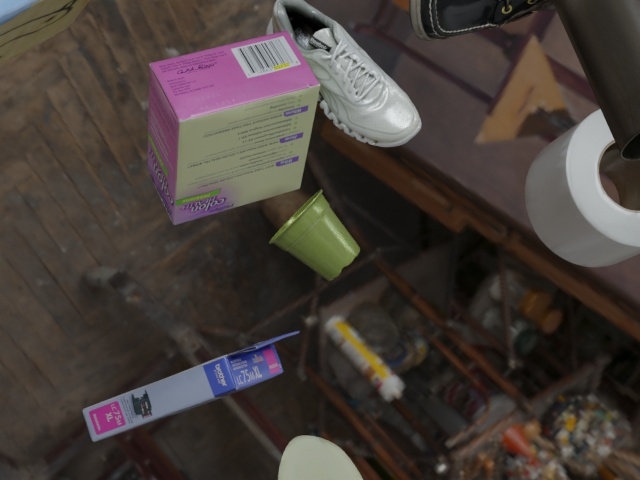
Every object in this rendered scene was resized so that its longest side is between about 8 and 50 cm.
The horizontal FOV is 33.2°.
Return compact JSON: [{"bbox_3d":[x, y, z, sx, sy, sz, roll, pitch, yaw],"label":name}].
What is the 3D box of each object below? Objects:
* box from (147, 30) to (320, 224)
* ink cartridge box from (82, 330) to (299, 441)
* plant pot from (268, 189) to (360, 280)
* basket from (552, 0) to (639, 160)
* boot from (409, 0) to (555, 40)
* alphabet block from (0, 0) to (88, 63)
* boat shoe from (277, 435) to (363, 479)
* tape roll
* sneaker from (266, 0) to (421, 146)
[{"bbox_3d":[-0.133,-0.163,1.577,0.214,0.117,0.243,-18,149,-20],"label":"box"},{"bbox_3d":[-0.189,0.224,1.660,0.311,0.065,0.186,-24,173,18],"label":"ink cartridge box"},{"bbox_3d":[0.000,0.000,1.185,0.083,0.079,0.083,-46,-175,5],"label":"plant pot"},{"bbox_3d":[0.383,-0.232,1.271,0.204,0.226,0.154,-14,160,-32],"label":"basket"},{"bbox_3d":[0.342,-0.377,1.577,0.377,0.284,0.138,-25,119,-36],"label":"boot"},{"bbox_3d":[-0.302,-0.239,0.853,0.192,0.197,0.193,-34,99,-24],"label":"alphabet block"},{"bbox_3d":[0.002,0.150,0.516,0.049,0.133,0.042,7,124,-19],"label":"boat shoe"},{"bbox_3d":[0.488,-0.089,1.809,0.246,0.246,0.169,-31,177,-18],"label":"tape roll"},{"bbox_3d":[0.030,-0.252,1.597,0.110,0.292,0.118,-46,171,-11],"label":"sneaker"}]
